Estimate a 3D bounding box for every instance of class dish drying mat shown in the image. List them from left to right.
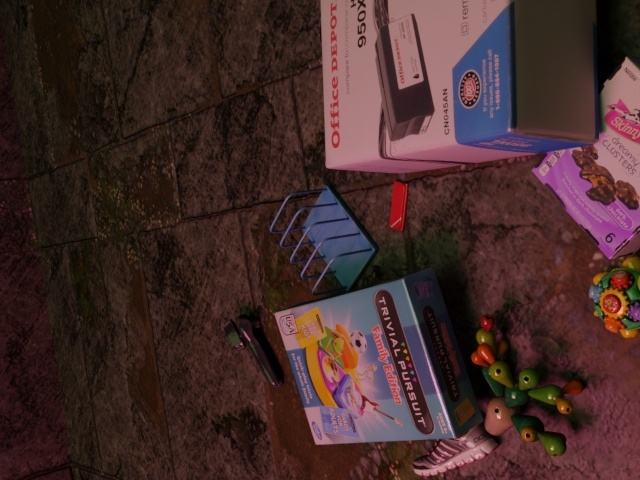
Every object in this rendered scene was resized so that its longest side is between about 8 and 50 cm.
[{"bbox_3d":[0.134,-0.060,1.328,0.032,0.008,0.083,21,113,47],"label":"dish drying mat"}]

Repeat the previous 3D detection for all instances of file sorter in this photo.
[{"bbox_3d":[0.000,0.000,1.424,0.170,0.105,0.118,55,133,28],"label":"file sorter"}]

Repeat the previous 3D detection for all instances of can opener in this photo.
[{"bbox_3d":[-0.136,0.240,1.675,0.073,0.059,0.186,-42,73,16],"label":"can opener"}]

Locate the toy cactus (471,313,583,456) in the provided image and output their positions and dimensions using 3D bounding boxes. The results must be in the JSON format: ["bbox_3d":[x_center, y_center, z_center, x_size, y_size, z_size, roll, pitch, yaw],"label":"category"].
[{"bbox_3d":[0.291,0.230,1.150,0.219,0.112,0.180,51,151,27],"label":"toy cactus"}]

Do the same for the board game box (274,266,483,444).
[{"bbox_3d":[0.083,0.205,1.294,0.336,0.079,0.253,-20,87,48],"label":"board game box"}]

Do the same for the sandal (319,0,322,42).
[{"bbox_3d":[0.025,-0.429,1.343,0.040,0.067,0.179,47,134,48],"label":"sandal"}]

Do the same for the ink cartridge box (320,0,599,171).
[{"bbox_3d":[0.171,-0.253,1.071,0.395,0.166,0.285,-3,88,58],"label":"ink cartridge box"}]

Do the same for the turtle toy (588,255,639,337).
[{"bbox_3d":[0.401,0.070,0.992,0.130,0.066,0.095,-42,66,45],"label":"turtle toy"}]

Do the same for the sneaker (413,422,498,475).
[{"bbox_3d":[0.213,0.337,1.274,0.170,0.063,0.074,-37,69,42],"label":"sneaker"}]

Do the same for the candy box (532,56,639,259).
[{"bbox_3d":[0.390,-0.103,0.967,0.164,0.070,0.196,57,135,27],"label":"candy box"}]
